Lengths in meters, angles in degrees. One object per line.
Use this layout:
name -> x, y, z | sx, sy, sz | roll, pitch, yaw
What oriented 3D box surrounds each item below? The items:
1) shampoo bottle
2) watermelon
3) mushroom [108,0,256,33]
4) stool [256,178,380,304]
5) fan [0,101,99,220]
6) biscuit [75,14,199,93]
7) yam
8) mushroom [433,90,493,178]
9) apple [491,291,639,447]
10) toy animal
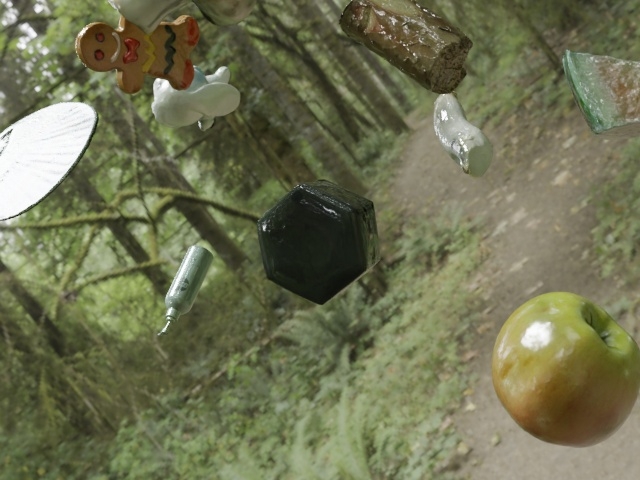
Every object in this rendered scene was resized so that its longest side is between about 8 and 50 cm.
shampoo bottle -> -0.267, 0.101, 1.590 | 0.056, 0.056, 0.195 | -35, 29, 49
watermelon -> 0.611, -0.268, 1.603 | 0.264, 0.302, 0.151 | 2, -82, -67
mushroom -> -0.224, -0.420, 1.272 | 0.243, 0.243, 0.243 | -38, 3, 2
stool -> 0.000, 0.000, 1.570 | 0.232, 0.232, 0.141 | -37, -4, 21
fan -> -0.448, -0.100, 1.152 | 0.294, 0.012, 0.223 | -17, 47, 13
biscuit -> -0.340, -0.358, 1.539 | 0.250, 0.165, 0.036 | -4, 17, -41
yam -> 0.162, -0.376, 1.506 | 0.129, 0.238, 0.128 | -51, -19, 6
mushroom -> 0.355, -0.273, 2.092 | 0.109, 0.097, 0.351 | -59, 28, 28
apple -> 0.567, 0.288, 1.860 | 0.305, 0.338, 0.338 | -63, -6, 20
toy animal -> -0.382, -0.399, 2.337 | 0.249, 0.174, 0.289 | -16, 3, 40
